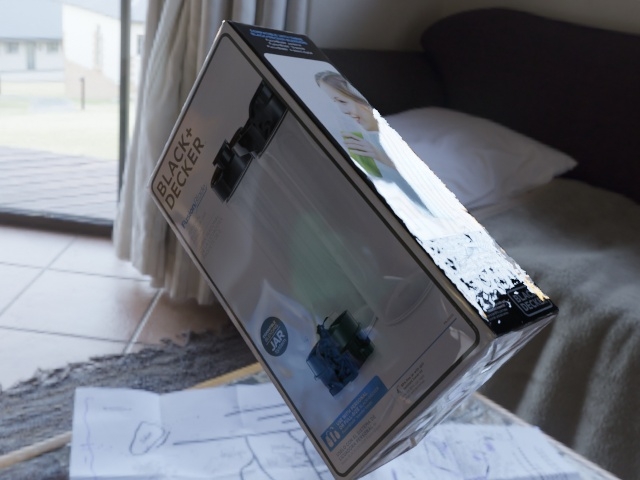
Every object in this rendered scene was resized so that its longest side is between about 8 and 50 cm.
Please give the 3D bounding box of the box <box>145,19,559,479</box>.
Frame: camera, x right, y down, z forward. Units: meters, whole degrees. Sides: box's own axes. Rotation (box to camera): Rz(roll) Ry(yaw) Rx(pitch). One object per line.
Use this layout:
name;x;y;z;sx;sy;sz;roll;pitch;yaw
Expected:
box;0.000;0.000;0.478;0.087;0.169;0.290;-8;53;-47
